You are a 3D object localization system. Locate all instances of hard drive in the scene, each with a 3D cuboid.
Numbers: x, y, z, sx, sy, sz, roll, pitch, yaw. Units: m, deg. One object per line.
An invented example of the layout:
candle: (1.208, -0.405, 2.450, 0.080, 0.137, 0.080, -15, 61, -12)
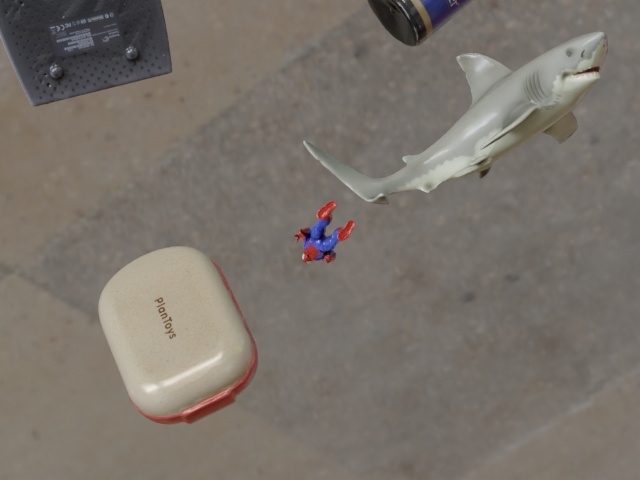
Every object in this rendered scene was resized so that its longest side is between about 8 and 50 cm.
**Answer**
hard drive: (-0.258, -0.274, 1.518, 0.172, 0.054, 0.255, -14, 122, -2)

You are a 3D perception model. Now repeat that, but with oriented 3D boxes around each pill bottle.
pill bottle: (0.180, -0.391, 2.137, 0.219, 0.123, 0.123, -41, 142, -11)

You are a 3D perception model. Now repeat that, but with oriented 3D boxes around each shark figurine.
shark figurine: (0.133, -0.117, 1.375, 0.278, 0.116, 0.166, -29, 163, 6)

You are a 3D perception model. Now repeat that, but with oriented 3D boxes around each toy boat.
toy boat: (-0.154, 0.121, 1.682, 0.151, 0.231, 0.151, -25, 141, -3)

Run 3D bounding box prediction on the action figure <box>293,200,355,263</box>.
action figure: (0.000, 0.000, 1.208, 0.030, 0.038, 0.115, -49, 178, -17)
